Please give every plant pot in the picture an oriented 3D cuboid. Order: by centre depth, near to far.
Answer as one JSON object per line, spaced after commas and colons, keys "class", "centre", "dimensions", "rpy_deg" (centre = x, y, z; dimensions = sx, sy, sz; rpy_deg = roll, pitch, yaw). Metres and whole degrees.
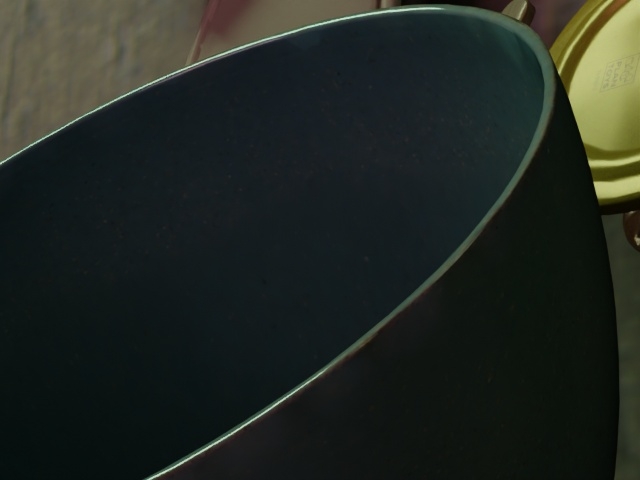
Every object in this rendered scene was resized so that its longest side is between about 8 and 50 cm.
{"class": "plant pot", "centre": [-0.022, 0.081, 0.588], "dimensions": [0.290, 0.195, 0.290], "rpy_deg": [-24, 23, 11]}

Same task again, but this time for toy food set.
{"class": "toy food set", "centre": [0.146, -0.049, 0.649], "dimensions": [0.218, 0.071, 0.128], "rpy_deg": [-14, 46, 45]}

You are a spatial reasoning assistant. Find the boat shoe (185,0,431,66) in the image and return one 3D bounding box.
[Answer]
{"class": "boat shoe", "centre": [0.000, 0.000, 0.787], "dimensions": [0.112, 0.095, 0.335], "rpy_deg": [-2, 74, 35]}
